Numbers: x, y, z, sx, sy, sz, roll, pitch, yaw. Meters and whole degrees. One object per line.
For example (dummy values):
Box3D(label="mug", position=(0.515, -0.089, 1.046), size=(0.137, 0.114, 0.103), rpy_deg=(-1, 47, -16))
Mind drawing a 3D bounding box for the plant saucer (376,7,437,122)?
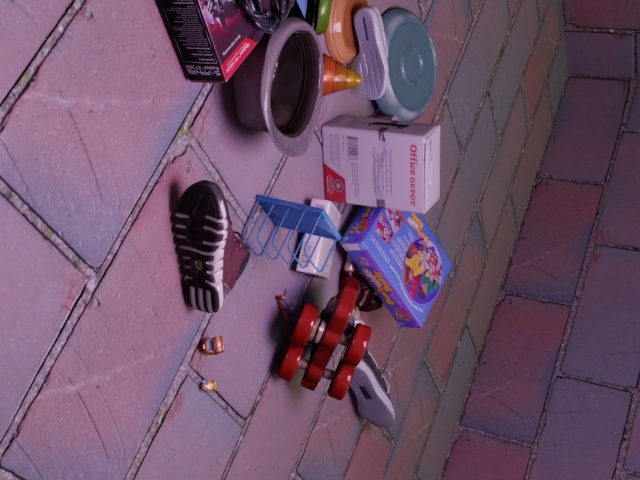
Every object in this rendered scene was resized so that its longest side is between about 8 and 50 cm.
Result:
Box3D(label="plant saucer", position=(0.239, -0.479, 2.276), size=(0.317, 0.043, 0.318), rpy_deg=(-5, 96, -51))

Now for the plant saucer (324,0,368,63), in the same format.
Box3D(label="plant saucer", position=(0.071, -0.531, 2.012), size=(0.200, 0.037, 0.200), rpy_deg=(-31, 126, -56))

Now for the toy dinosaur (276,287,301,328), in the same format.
Box3D(label="toy dinosaur", position=(-0.081, 0.161, 1.954), size=(0.082, 0.047, 0.090), rpy_deg=(31, 81, -43))

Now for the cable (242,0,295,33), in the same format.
Box3D(label="cable", position=(-0.097, -0.455, 1.510), size=(0.151, 0.047, 0.185), rpy_deg=(80, 27, -45))

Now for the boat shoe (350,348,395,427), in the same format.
Box3D(label="boat shoe", position=(0.149, 0.424, 2.420), size=(0.306, 0.113, 0.105), rpy_deg=(59, 40, -32))

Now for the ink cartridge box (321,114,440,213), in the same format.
Box3D(label="ink cartridge box", position=(0.151, -0.189, 2.024), size=(0.114, 0.272, 0.197), rpy_deg=(-39, 133, -52))

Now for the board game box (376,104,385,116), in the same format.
Box3D(label="board game box", position=(0.225, -0.416, 2.352), size=(0.160, 0.039, 0.212), rpy_deg=(47, 58, -58))

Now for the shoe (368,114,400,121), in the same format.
Box3D(label="shoe", position=(0.189, -0.280, 2.279), size=(0.064, 0.081, 0.178), rpy_deg=(-66, 147, -26))

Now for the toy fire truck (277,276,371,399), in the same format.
Box3D(label="toy fire truck", position=(0.025, 0.213, 1.994), size=(0.254, 0.169, 0.302), rpy_deg=(-71, -179, -52))

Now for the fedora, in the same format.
Box3D(label="fedora", position=(-0.096, -0.311, 1.663), size=(0.243, 0.124, 0.276), rpy_deg=(1, 98, -63))

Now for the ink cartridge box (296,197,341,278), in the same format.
Box3D(label="ink cartridge box", position=(0.000, 0.000, 2.066), size=(0.224, 0.056, 0.181), rpy_deg=(39, 63, -81))

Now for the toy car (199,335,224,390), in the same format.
Box3D(label="toy car", position=(-0.223, 0.253, 1.690), size=(0.040, 0.060, 0.122), rpy_deg=(1, 92, -31))

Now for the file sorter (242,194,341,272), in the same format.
Box3D(label="file sorter", position=(-0.066, -0.012, 1.781), size=(0.105, 0.170, 0.118), rpy_deg=(-64, 149, -21))

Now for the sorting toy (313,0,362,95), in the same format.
Box3D(label="sorting toy", position=(0.047, -0.487, 1.836), size=(0.127, 0.126, 0.366), rpy_deg=(-129, -134, -82))

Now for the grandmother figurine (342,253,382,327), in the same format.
Box3D(label="grandmother figurine", position=(0.119, 0.115, 2.275), size=(0.207, 0.104, 0.343), rpy_deg=(40, 63, -29))

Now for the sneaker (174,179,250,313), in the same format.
Box3D(label="sneaker", position=(-0.200, -0.011, 1.609), size=(0.162, 0.106, 0.282), rpy_deg=(-48, 150, -54))

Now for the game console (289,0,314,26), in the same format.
Box3D(label="game console", position=(-0.074, -0.580, 1.688), size=(0.361, 0.043, 0.213), rpy_deg=(58, 43, -56))

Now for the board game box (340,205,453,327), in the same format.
Box3D(label="board game box", position=(0.215, 0.038, 2.253), size=(0.347, 0.078, 0.233), rpy_deg=(54, 53, -31))

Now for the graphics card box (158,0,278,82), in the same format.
Box3D(label="graphics card box", position=(-0.198, -0.490, 1.437), size=(0.233, 0.094, 0.371), rpy_deg=(-59, 146, -37))

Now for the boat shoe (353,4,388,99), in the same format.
Box3D(label="boat shoe", position=(0.136, -0.463, 2.029), size=(0.076, 0.083, 0.226), rpy_deg=(-42, 134, -50))
